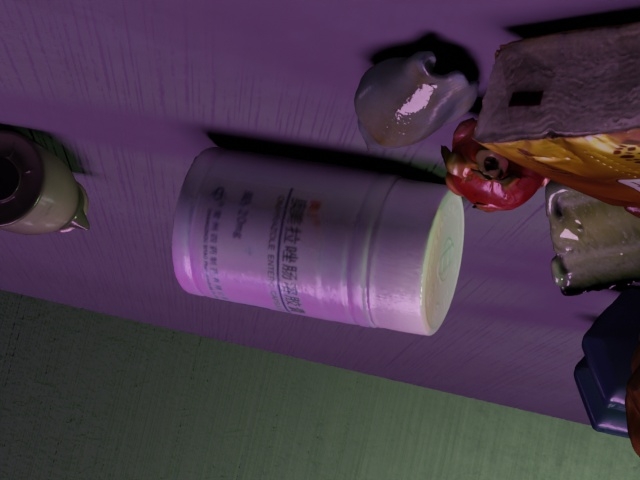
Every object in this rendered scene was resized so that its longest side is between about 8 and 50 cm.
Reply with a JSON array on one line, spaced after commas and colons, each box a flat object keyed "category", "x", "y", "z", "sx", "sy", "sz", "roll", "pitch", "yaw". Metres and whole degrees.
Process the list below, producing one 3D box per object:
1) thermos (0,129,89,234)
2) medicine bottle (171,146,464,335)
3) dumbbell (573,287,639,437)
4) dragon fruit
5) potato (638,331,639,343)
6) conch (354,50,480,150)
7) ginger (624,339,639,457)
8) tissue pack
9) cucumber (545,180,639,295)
[{"category": "thermos", "x": -0.333, "y": -0.065, "z": 1.852, "sx": 0.137, "sy": 0.105, "sz": 0.193, "roll": 37, "pitch": -178, "yaw": 15}, {"category": "medicine bottle", "x": 0.000, "y": 0.000, "z": 1.603, "sx": 0.254, "sy": 0.152, "sz": 0.152, "roll": 10, "pitch": 169, "yaw": 18}, {"category": "dumbbell", "x": 0.387, "y": 0.154, "z": 1.981, "sx": 0.143, "sy": 0.156, "sz": 0.316, "roll": 41, "pitch": 175, "yaw": 13}, {"category": "dragon fruit", "x": 0.140, "y": -0.063, "z": 1.296, "sx": 0.086, "sy": 0.081, "sz": 0.116, "roll": -8, "pitch": -178, "yaw": -2}, {"category": "potato", "x": 0.441, "y": 0.156, "z": 1.720, "sx": 0.262, "sy": 0.165, "sz": 0.165, "roll": 53, "pitch": -173, "yaw": 24}, {"category": "conch", "x": 0.070, "y": -0.099, "z": 1.243, "sx": 0.088, "sy": 0.065, "sz": 0.180, "roll": 17, "pitch": 160, "yaw": -12}, {"category": "ginger", "x": 0.338, "y": 0.127, "z": 1.243, "sx": 0.223, "sy": 0.200, "sz": 0.269, "roll": 42, "pitch": -171, "yaw": 1}, {"category": "tissue pack", "x": 0.247, "y": -0.072, "z": 1.114, "sx": 0.226, "sy": 0.092, "sz": 0.183, "roll": 23, "pitch": 166, "yaw": -37}, {"category": "cucumber", "x": 0.257, "y": -0.028, "z": 1.357, "sx": 0.086, "sy": 0.115, "sz": 0.193, "roll": -31, "pitch": -173, "yaw": -29}]
